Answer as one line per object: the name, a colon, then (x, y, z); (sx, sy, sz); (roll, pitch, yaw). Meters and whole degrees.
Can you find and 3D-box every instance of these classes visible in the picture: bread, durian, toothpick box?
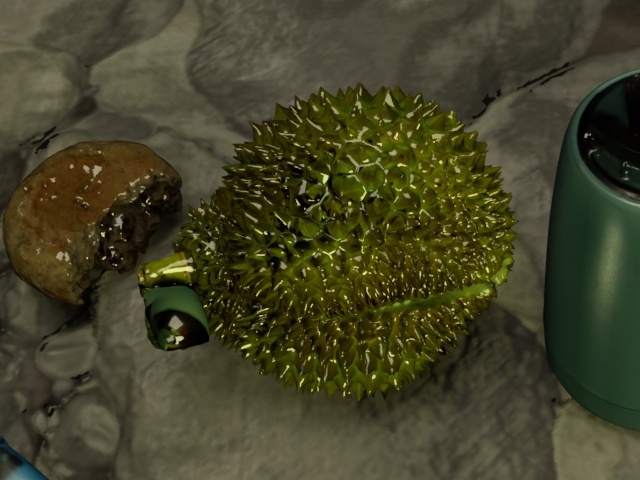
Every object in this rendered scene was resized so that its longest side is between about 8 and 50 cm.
bread: (-0.140, -0.013, 0.929); (0.082, 0.060, 0.113); (33, 61, 29)
durian: (0.010, 0.003, 0.838); (0.198, 0.159, 0.146); (-35, 36, 23)
toothpick box: (0.172, 0.003, 0.787); (0.120, 0.184, 0.120); (-5, 50, 6)

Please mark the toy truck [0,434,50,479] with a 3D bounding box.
toy truck: (-0.240, 0.260, 0.671); (0.162, 0.161, 0.385); (36, 63, 21)
